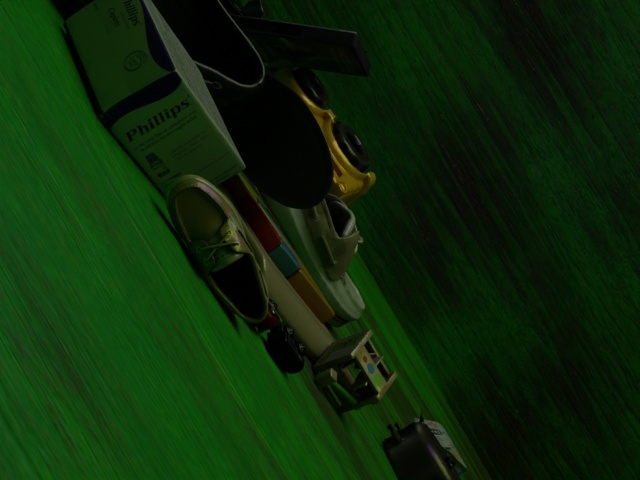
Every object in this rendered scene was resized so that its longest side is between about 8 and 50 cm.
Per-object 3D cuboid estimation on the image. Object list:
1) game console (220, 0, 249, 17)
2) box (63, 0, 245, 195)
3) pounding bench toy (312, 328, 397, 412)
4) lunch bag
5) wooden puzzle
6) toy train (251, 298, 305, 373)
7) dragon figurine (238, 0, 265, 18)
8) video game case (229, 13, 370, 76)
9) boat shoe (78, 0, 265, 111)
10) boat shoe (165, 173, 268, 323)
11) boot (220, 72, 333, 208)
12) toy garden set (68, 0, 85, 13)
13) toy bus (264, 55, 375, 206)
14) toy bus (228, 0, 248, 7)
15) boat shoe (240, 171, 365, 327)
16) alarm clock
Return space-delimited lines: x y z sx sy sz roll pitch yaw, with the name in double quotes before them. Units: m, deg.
"game console" -0.212 -0.421 2.059 0.361 0.044 0.213 46 14 -7
"box" -0.136 -0.119 1.181 0.137 0.072 0.126 56 5 -50
"pounding bench toy" 0.031 0.143 1.458 0.065 0.052 0.083 60 36 -12
"lunch bag" 0.162 0.293 2.033 0.083 0.053 0.071 47 7 -26
"wooden puzzle" -0.055 0.002 1.508 0.239 0.044 0.221 62 5 36
"toy train" -0.055 0.057 1.231 0.158 0.027 0.036 57 15 -32
"dragon figurine" -0.097 -0.311 2.217 0.085 0.289 0.144 32 50 -35
"video game case" -0.077 -0.267 1.943 0.196 0.274 0.026 35 64 -81
"boat shoe" -0.154 -0.235 1.246 0.340 0.113 0.127 60 40 -35
"boat shoe" -0.076 0.008 1.139 0.135 0.050 0.045 57 -1 -27
"boot" -0.061 -0.117 1.540 0.263 0.091 0.229 51 -1 17
"toy garden set" -0.234 -0.284 1.349 0.244 0.049 0.204 56 5 -37
"toy bus" -0.054 -0.117 1.885 0.220 0.149 0.211 57 20 0
"toy bus" -0.175 -0.278 1.612 0.104 0.202 0.191 28 0 21
"boat shoe" 0.000 0.000 1.783 0.302 0.103 0.113 55 6 -48
"alarm clock" 0.139 0.293 1.684 0.192 0.064 0.129 63 4 8
